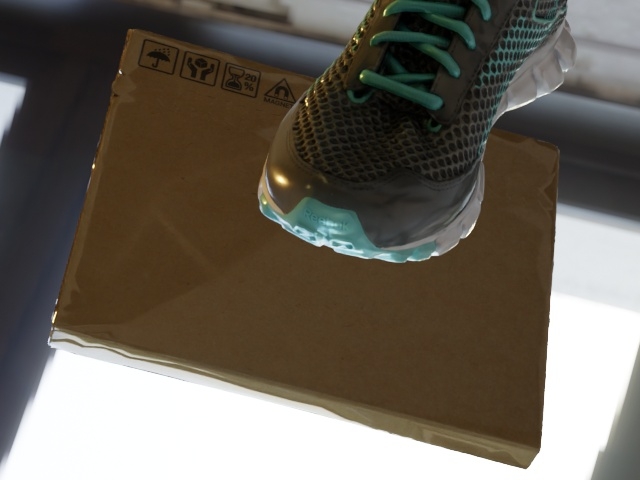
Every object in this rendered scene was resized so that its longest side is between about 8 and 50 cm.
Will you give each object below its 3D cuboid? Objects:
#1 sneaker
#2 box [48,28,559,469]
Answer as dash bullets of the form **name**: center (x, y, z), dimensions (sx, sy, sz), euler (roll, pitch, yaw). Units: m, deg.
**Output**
- **sneaker**: center (0.031, -0.058, 0.511), dimensions (0.166, 0.065, 0.076), euler (-56, -21, -50)
- **box**: center (0.000, 0.000, 0.764), dimensions (0.021, 0.201, 0.164), euler (115, 168, -51)
